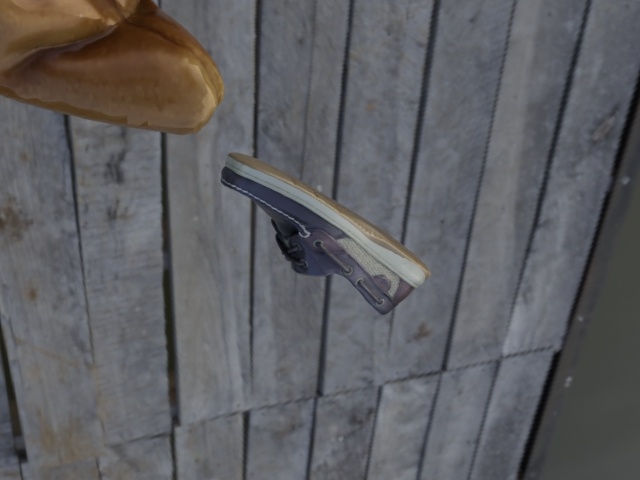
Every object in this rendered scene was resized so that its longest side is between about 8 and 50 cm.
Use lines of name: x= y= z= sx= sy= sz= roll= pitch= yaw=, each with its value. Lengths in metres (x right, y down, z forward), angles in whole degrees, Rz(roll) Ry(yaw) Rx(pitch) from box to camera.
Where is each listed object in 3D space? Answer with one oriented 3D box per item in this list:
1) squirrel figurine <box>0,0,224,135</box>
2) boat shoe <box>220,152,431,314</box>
squirrel figurine: x=-0.196 y=-0.305 z=0.491 sx=0.397 sy=0.281 sz=0.370 roll=10 pitch=138 yaw=-11
boat shoe: x=0.000 y=0.000 z=1.045 sx=0.285 sy=0.103 sz=0.092 roll=31 pitch=96 yaw=-31
